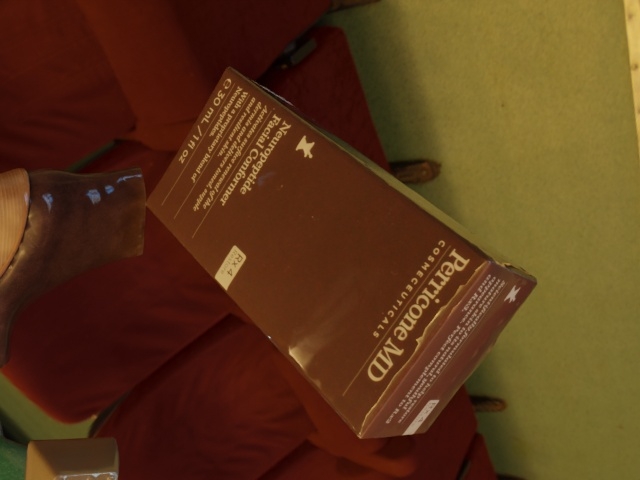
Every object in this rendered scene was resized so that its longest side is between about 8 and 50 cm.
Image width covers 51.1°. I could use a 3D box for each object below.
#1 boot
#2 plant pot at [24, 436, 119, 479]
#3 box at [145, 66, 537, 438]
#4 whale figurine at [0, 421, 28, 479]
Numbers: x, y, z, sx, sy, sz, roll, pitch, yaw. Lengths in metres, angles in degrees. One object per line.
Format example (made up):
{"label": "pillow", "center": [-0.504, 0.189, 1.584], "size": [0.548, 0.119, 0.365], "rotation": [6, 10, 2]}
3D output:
{"label": "boot", "center": [-0.304, 0.034, 0.776], "size": [0.090, 0.207, 0.248], "rotation": [37, 126, 45]}
{"label": "plant pot", "center": [-0.298, 0.308, 0.817], "size": [0.109, 0.109, 0.096], "rotation": [7, 177, -30]}
{"label": "box", "center": [0.000, 0.000, 0.688], "size": [0.381, 0.143, 0.191], "rotation": [40, 102, 32]}
{"label": "whale figurine", "center": [-0.459, 0.371, 1.022], "size": [0.141, 0.216, 0.272], "rotation": [-44, 77, 18]}
